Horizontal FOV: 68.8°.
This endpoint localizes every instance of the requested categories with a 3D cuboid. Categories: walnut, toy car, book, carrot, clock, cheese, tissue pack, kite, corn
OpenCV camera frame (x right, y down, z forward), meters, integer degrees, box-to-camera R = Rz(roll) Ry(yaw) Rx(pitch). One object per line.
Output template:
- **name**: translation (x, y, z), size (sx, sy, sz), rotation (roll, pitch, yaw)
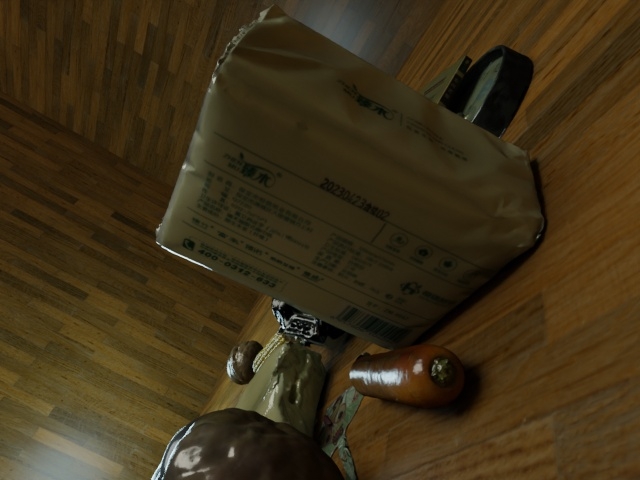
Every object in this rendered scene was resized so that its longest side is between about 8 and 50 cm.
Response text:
- **walnut**: translation (-0.253, 0.419, 1.609), size (0.140, 0.140, 0.162), rotation (-56, 24, 33)
- **toy car**: translation (0.029, 0.085, 0.993), size (0.193, 0.118, 0.301), rotation (0, 52, 50)
- **book**: translation (0.207, -0.253, 0.953), size (0.231, 0.026, 0.161), rotation (-59, 12, -12)
- **carrot**: translation (0.095, 0.155, 0.537), size (0.067, 0.067, 0.225), rotation (-63, 6, -20)
- **walnut**: translation (-0.088, 0.320, 0.529), size (0.248, 0.248, 0.248), rotation (-59, 8, 13)
- **clock**: translation (0.268, -0.224, 0.858), size (0.280, 0.055, 0.280), rotation (-59, 7, 13)
- **cheese**: translation (-0.077, 0.312, 0.852), size (0.233, 0.127, 0.266), rotation (-57, 9, 21)
- **tissue pack**: translation (0.026, -0.055, 0.591), size (0.297, 0.380, 0.207), rotation (-52, 15, 41)
- **kite**: translation (0.028, 0.290, 0.689), size (0.229, 0.012, 0.250), rotation (-62, 9, -3)
- **corn**: translation (-0.122, 0.317, 1.313), size (0.248, 0.081, 0.081), rotation (-53, 10, 43)
